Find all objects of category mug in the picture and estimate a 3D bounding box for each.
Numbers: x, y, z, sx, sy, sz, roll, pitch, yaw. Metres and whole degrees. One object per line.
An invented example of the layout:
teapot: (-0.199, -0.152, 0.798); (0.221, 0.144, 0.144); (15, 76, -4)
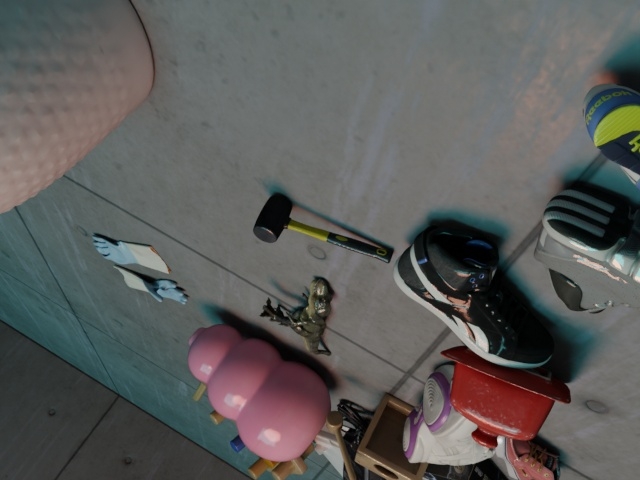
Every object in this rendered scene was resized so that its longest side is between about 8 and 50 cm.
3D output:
mug: (-0.439, -0.194, 0.637); (0.374, 0.328, 0.276); (34, 149, -1)

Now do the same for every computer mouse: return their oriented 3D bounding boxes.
computer mouse: (0.108, 0.502, 1.276); (0.188, 0.072, 0.272); (38, 135, 52)

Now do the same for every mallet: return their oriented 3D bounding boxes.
mallet: (0.000, 0.000, 0.761); (0.189, 0.062, 0.039); (24, 149, 14)

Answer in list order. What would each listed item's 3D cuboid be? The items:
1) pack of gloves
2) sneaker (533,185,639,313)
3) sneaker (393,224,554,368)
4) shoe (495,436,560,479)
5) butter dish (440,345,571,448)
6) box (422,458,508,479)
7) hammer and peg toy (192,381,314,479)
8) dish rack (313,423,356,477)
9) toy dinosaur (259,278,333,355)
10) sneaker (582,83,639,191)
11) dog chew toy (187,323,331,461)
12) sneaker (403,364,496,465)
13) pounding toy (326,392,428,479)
pack of gloves: (-0.412, 0.077, 1.276); (0.232, 0.046, 0.195); (9, 143, 34)
sneaker: (0.306, 0.044, 0.531); (0.228, 0.086, 0.132); (33, 156, 21)
sneaker: (0.193, 0.065, 0.655); (0.216, 0.079, 0.121); (32, 149, 3)
shoe: (0.343, 0.349, 0.939); (0.081, 0.064, 0.178); (3, 140, 34)
butter dish: (0.230, 0.210, 0.744); (0.159, 0.118, 0.160); (18, 180, 24)
box: (0.269, 0.477, 1.167); (0.180, 0.078, 0.147); (-6, 131, 48)
hammer and peg toy: (-0.191, 0.459, 1.511); (0.361, 0.127, 0.266); (54, 148, 1)
dish rack: (0.121, 0.596, 1.487); (0.285, 0.072, 0.333); (6, 139, 39)
toy dinosaur: (-0.037, 0.143, 1.006); (0.118, 0.064, 0.268); (19, 150, 11)
sneaker: (0.253, -0.071, 0.440); (0.144, 0.059, 0.053); (33, 122, -30)
dog chew toy: (-0.141, 0.302, 1.205); (0.331, 0.206, 0.207); (38, 150, 9)
sneaker: (0.235, 0.294, 0.944); (0.152, 0.114, 0.305); (10, 146, -1)
pounding toy: (0.104, 0.397, 1.108); (0.206, 0.181, 0.094); (25, 149, 15)
